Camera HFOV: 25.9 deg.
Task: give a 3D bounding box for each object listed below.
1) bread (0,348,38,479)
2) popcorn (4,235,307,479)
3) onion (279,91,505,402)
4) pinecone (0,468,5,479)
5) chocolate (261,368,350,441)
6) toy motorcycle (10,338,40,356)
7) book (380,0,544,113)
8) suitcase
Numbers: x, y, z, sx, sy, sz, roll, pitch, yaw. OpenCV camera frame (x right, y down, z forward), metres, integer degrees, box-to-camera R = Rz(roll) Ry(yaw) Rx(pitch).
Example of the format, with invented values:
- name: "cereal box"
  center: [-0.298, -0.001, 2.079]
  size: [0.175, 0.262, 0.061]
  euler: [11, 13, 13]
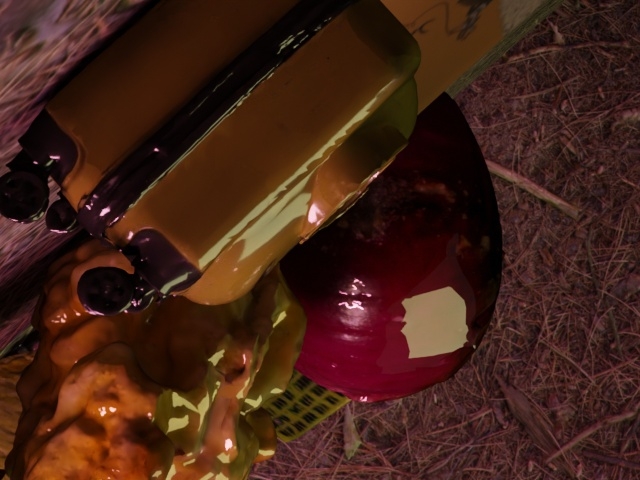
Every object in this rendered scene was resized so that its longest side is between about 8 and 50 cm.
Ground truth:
- name: "bread"
  center: [-0.249, 0.188, 1.286]
  size: [0.228, 0.228, 0.033]
  euler: [-41, 144, -23]
- name: "popcorn"
  center: [-0.144, 0.126, 1.124]
  size: [0.332, 0.225, 0.264]
  euler: [-67, 171, -61]
- name: "onion"
  center: [0.000, 0.000, 1.438]
  size: [0.385, 0.347, 0.348]
  euler: [-3, 171, -8]
- name: "pinecone"
  center: [-0.317, 0.289, 1.003]
  size: [0.246, 0.292, 0.246]
  euler: [-14, 176, -1]
- name: "chocolate"
  center: [-0.063, 0.085, 1.733]
  size: [0.137, 0.289, 0.301]
  euler: [-54, -175, -34]
- name: "toy motorcycle"
  center: [-0.247, 0.116, 1.411]
  size: [0.213, 0.084, 0.118]
  euler: [-27, -171, 28]
- name: "book"
  center: [0.147, -0.240, 1.189]
  size: [0.389, 0.032, 0.269]
  euler: [-42, 159, -4]
- name: "suitcase"
  center: [-0.050, -0.056, 0.789]
  size: [0.235, 0.143, 0.194]
  euler: [-42, 178, -3]
